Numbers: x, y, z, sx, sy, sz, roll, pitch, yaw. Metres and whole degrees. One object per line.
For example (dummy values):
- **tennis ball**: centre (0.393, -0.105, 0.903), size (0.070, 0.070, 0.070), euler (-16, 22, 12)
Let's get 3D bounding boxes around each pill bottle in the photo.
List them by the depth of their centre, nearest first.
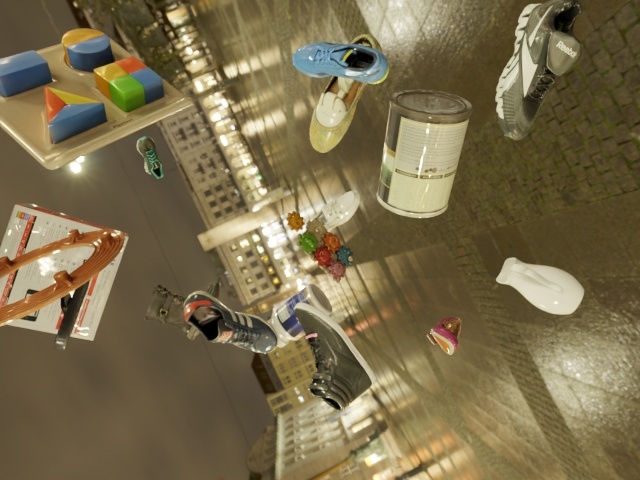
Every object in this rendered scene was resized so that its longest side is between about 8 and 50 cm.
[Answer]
- **pill bottle**: centre (-0.094, 0.310, 1.749), size (0.153, 0.264, 0.153), euler (47, -167, -14)

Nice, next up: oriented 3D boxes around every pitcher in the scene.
- **pitcher**: centre (0.620, 0.122, 1.201), size (0.207, 0.126, 0.177), euler (27, -179, 15)

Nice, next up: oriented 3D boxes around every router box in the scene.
- **router box**: centre (-0.771, 0.097, 1.258), size (0.301, 0.336, 0.082), euler (20, 179, -24)

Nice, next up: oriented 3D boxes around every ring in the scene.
- **ring**: centre (-0.527, 0.056, 0.781), size (0.337, 0.336, 0.032), euler (-124, 16, -63)

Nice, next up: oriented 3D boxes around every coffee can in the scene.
- **coffee can**: centre (0.263, -0.227, 1.123), size (0.202, 0.201, 0.276), euler (-120, 27, -50)

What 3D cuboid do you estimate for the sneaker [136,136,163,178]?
- **sneaker**: centre (-0.579, -0.283, 1.482), size (0.076, 0.065, 0.167), euler (42, 153, 27)

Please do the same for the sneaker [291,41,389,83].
- **sneaker**: centre (0.029, -0.353, 0.827), size (0.082, 0.209, 0.069), euler (-4, -70, -66)

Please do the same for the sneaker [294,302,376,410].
- **sneaker**: centre (0.007, 0.303, 1.090), size (0.296, 0.147, 0.104), euler (51, 147, -4)

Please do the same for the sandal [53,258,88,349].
- **sandal**: centre (-0.627, 0.145, 1.075), size (0.097, 0.054, 0.255), euler (-54, 30, 40)

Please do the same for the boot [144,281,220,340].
- **boot**: centre (-0.527, 0.230, 1.619), size (0.228, 0.263, 0.091), euler (29, -179, 5)

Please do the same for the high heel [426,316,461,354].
- **high heel**: centre (0.380, 0.259, 1.225), size (0.082, 0.117, 0.244), euler (55, 178, 14)

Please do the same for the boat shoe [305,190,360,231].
- **boat shoe**: centre (0.046, -0.111, 1.773), size (0.096, 0.277, 0.098), euler (20, -143, -43)

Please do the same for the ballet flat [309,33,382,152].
- **ballet flat**: centre (0.060, -0.420, 1.212), size (0.123, 0.349, 0.123), euler (30, -174, -3)

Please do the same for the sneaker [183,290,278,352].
- **sneaker**: centre (-0.297, 0.301, 1.422), size (0.349, 0.131, 0.148), euler (28, -171, -15)

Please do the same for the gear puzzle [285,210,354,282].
- **gear puzzle**: centre (0.000, 0.000, 1.701), size (0.339, 0.175, 0.044), euler (44, 144, -13)

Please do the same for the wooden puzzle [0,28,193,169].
- **wooden puzzle**: centre (-0.488, -0.315, 0.855), size (0.347, 0.322, 0.081), euler (36, 143, 16)

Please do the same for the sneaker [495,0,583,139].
- **sneaker**: centre (0.355, -0.281, 0.688), size (0.106, 0.078, 0.235), euler (15, 90, 66)
